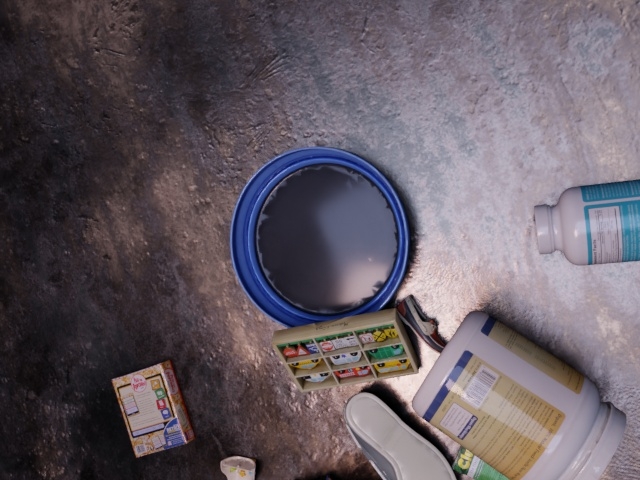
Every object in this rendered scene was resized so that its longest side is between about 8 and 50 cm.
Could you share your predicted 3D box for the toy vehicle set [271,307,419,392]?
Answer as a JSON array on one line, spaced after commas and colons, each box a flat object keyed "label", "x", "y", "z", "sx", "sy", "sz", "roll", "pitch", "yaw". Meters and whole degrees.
[{"label": "toy vehicle set", "x": 0.052, "y": 0.229, "z": 1.391, "sx": 0.266, "sy": 0.035, "sz": 0.166, "roll": -14, "pitch": 127, "yaw": 19}]

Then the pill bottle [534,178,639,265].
[{"label": "pill bottle", "x": 0.524, "y": -0.032, "z": 1.215, "sx": 0.264, "sy": 0.146, "sz": 0.146, "roll": -5, "pitch": 91, "yaw": 19}]

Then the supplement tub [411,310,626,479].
[{"label": "supplement tub", "x": 0.349, "y": 0.297, "z": 1.214, "sx": 0.316, "sy": 0.228, "sz": 0.228, "roll": 33, "pitch": 102, "yaw": 15}]

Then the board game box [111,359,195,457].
[{"label": "board game box", "x": -0.393, "y": 0.395, "z": 1.591, "sx": 0.146, "sy": 0.045, "sz": 0.194, "roll": -20, "pitch": 86, "yaw": 18}]

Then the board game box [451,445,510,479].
[{"label": "board game box", "x": 0.369, "y": 0.364, "z": 1.346, "sx": 0.136, "sy": 0.030, "sz": 0.260, "roll": 22, "pitch": 99, "yaw": 14}]

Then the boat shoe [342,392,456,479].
[{"label": "boat shoe", "x": 0.164, "y": 0.447, "z": 1.397, "sx": 0.116, "sy": 0.099, "sz": 0.319, "roll": -40, "pitch": 85, "yaw": -20}]

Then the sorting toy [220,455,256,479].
[{"label": "sorting toy", "x": -0.180, "y": 0.532, "z": 1.530, "sx": 0.083, "sy": 0.045, "sz": 0.075, "roll": 7, "pitch": 102, "yaw": 18}]

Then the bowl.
[{"label": "bowl", "x": 0.000, "y": 0.000, "z": 1.428, "sx": 0.391, "sy": 0.077, "sz": 0.391, "roll": 1, "pitch": 92, "yaw": 19}]

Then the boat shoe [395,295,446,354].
[{"label": "boat shoe", "x": 0.211, "y": 0.174, "z": 1.382, "sx": 0.043, "sy": 0.049, "sz": 0.137, "roll": -47, "pitch": 74, "yaw": 12}]

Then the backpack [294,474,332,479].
[{"label": "backpack", "x": 0.026, "y": 0.635, "z": 1.367, "sx": 0.213, "sy": 0.276, "sz": 0.264, "roll": -13, "pitch": 92, "yaw": 5}]
